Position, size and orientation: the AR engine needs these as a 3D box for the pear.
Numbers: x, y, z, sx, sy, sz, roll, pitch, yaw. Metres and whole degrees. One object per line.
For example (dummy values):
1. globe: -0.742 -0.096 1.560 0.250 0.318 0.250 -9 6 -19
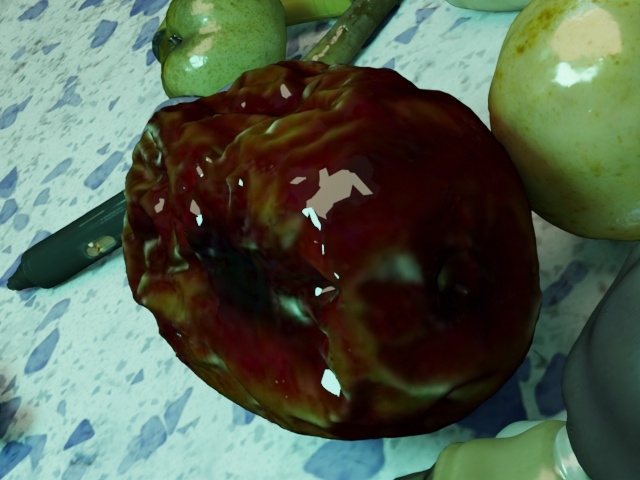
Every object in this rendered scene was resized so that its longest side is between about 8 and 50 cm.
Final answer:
1. pear: -0.110 -0.212 1.407 0.167 0.136 0.167 -175 90 -72

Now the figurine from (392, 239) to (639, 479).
1. figurine: 0.194 0.146 0.752 0.365 0.206 0.218 -49 2 34

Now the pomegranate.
1. pomegranate: 0.222 -0.100 0.927 0.207 0.207 0.207 -26 37 22

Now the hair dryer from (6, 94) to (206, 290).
1. hair dryer: -0.231 0.000 1.376 0.352 0.107 0.189 -30 37 31

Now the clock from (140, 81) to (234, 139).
1. clock: -0.077 -0.068 1.242 0.198 0.172 0.064 -24 -20 -43

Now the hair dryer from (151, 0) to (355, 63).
1. hair dryer: -0.064 -0.280 1.522 0.278 0.090 0.135 -4 47 34

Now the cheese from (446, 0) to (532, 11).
1. cheese: 0.208 -0.328 1.264 0.235 0.117 0.218 -20 38 24

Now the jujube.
1. jujube: 0.000 0.001 0.965 0.276 0.276 0.377 -48 25 -8

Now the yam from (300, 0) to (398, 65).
1. yam: 0.068 -0.268 1.400 0.045 0.045 0.327 38 79 14
